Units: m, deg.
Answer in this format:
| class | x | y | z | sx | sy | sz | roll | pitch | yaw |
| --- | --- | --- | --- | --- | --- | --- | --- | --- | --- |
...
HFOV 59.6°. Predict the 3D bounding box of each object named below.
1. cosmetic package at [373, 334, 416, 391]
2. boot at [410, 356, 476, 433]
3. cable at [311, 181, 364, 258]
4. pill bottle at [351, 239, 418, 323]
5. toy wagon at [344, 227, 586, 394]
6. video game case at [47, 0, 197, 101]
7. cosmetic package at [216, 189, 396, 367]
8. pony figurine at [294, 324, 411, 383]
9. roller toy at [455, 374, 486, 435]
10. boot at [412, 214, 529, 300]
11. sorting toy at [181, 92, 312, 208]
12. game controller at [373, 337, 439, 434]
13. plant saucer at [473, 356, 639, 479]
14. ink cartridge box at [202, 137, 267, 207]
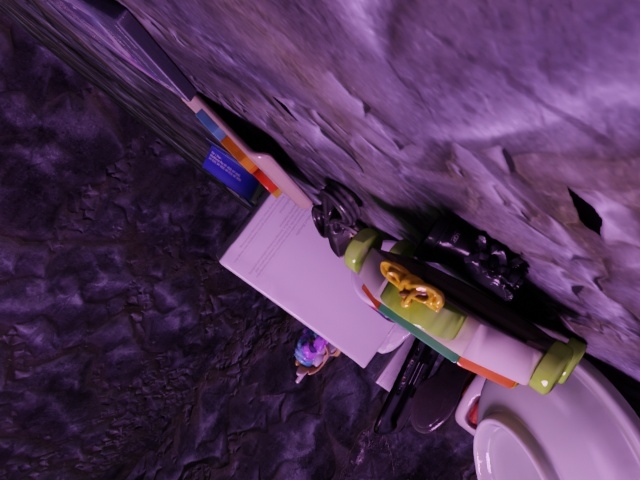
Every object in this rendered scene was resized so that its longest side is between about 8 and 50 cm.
| class | x | y | z | sx | sy | sz | roll | pitch | yaw |
| --- | --- | --- | --- | --- | --- | --- | --- | --- | --- |
| cosmetic package | 0.247 | 0.296 | 1.466 | 0.098 | 0.239 | 0.060 | 37 | 176 | -3 |
| boot | 0.330 | 0.361 | 1.371 | 0.096 | 0.264 | 0.280 | 16 | 164 | 30 |
| cable | 0.035 | -0.043 | 0.894 | 0.139 | 0.072 | 0.287 | 53 | 170 | 21 |
| pill bottle | 0.128 | 0.079 | 0.925 | 0.108 | 0.108 | 0.193 | 34 | 176 | 28 |
| toy wagon | 0.147 | 0.077 | 0.632 | 0.267 | 0.068 | 0.344 | 33 | -170 | 30 |
| video game case | -0.316 | -0.311 | 0.786 | 0.274 | 0.026 | 0.196 | 34 | 175 | 19 |
| cosmetic package | -0.006 | 0.069 | 1.201 | 0.385 | 0.217 | 0.156 | 39 | 175 | -12 |
| pony figurine | 0.087 | 0.204 | 1.473 | 0.302 | 0.351 | 0.363 | 39 | -165 | 17 |
| roller toy | 0.405 | 0.365 | 1.241 | 0.146 | 0.209 | 0.191 | 33 | 167 | 28 |
| boot | 0.149 | 0.019 | 0.563 | 0.099 | 0.045 | 0.121 | 32 | 175 | 6 |
| sorting toy | -0.119 | -0.137 | 0.890 | 0.208 | 0.038 | 0.193 | 41 | 179 | 28 |
| game controller | 0.212 | 0.304 | 1.303 | 0.067 | 0.319 | 0.166 | 23 | 173 | 30 |
| plant saucer | 0.306 | 0.338 | 0.768 | 0.400 | 0.100 | 0.401 | 169 | 90 | -78 |
| ink cartridge box | -0.195 | -0.140 | 1.443 | 0.165 | 0.065 | 0.333 | 36 | 175 | 17 |
